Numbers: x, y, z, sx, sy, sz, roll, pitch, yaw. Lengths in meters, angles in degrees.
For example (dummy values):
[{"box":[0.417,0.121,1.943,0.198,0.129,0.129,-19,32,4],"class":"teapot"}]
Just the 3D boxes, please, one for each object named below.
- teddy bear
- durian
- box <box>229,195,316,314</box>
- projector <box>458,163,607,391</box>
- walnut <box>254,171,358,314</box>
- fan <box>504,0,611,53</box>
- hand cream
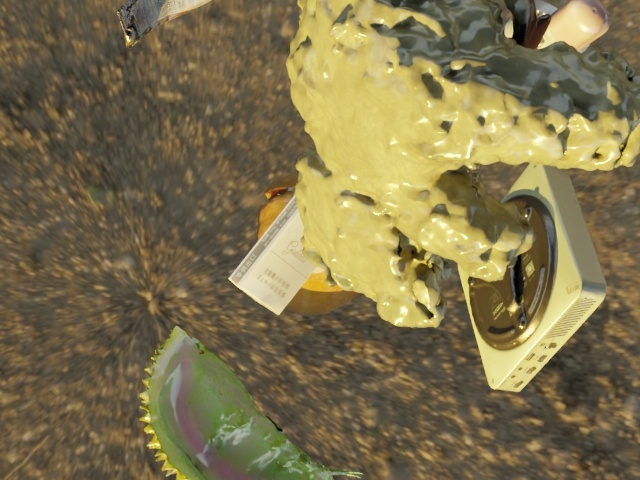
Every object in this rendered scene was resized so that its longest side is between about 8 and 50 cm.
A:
[{"box":[0.083,-0.101,1.161,0.224,0.367,0.357,-17,58,-27],"class":"teddy bear"},{"box":[-0.126,0.301,1.861,0.355,0.157,0.169,41,99,-6],"class":"durian"},{"box":[-0.026,-0.003,1.686,0.029,0.109,0.198,37,88,36],"class":"box"},{"box":[0.296,0.050,1.900,0.079,0.257,0.259,10,46,-23],"class":"projector"},{"box":[0.000,0.000,1.906,0.203,0.298,0.203,2,75,-9],"class":"walnut"},{"box":[0.326,-0.276,1.748,0.074,0.244,0.130,-44,93,-11],"class":"fan"},{"box":[-0.187,-0.305,1.654,0.163,0.062,0.039,-30,52,-21],"class":"hand cream"}]
